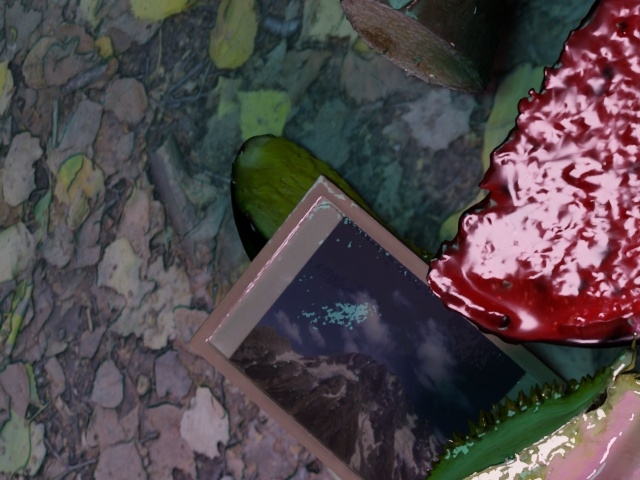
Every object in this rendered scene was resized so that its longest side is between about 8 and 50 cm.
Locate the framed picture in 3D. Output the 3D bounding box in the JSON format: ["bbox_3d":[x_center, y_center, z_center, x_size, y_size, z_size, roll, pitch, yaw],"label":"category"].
[{"bbox_3d":[0.045,0.106,0.935,0.281,0.019,0.209,39,107,7],"label":"framed picture"}]

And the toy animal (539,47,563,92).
[{"bbox_3d":[0.224,-0.108,0.882,0.098,0.098,0.137,58,134,29],"label":"toy animal"}]

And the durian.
[{"bbox_3d":[0.191,0.172,0.847,0.221,0.095,0.137,-37,98,22],"label":"durian"}]

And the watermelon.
[{"bbox_3d":[0.000,0.000,1.033,0.129,0.123,0.301,-38,55,-13],"label":"watermelon"}]

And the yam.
[{"bbox_3d":[0.110,-0.271,0.961,0.154,0.154,0.254,19,95,37],"label":"yam"}]

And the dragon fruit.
[{"bbox_3d":[0.258,-0.054,0.793,0.282,0.100,0.343,27,112,-7],"label":"dragon fruit"}]
